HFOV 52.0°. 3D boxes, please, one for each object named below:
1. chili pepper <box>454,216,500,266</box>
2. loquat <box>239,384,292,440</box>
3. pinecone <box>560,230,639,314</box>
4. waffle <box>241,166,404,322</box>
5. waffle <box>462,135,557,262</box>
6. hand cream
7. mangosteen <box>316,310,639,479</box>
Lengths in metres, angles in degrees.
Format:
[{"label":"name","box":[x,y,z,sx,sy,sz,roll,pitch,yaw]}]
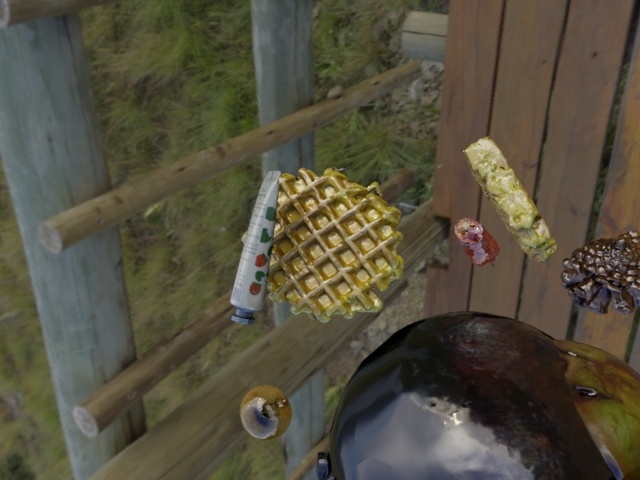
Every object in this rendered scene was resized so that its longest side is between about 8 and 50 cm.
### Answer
[{"label":"chili pepper","box":[0.405,0.020,1.645,0.084,0.086,0.192,-23,137,24]},{"label":"loquat","box":[-0.152,0.479,1.824,0.163,0.137,0.163,11,117,22]},{"label":"pinecone","box":[0.559,0.066,1.274,0.195,0.179,0.149,133,119,-80]},{"label":"waffle","box":[0.010,0.003,1.233,0.329,0.062,0.329,-3,78,14]},{"label":"waffle","box":[0.343,-0.052,1.155,0.057,0.229,0.219,-32,67,11]},{"label":"hand cream","box":[-0.111,0.011,1.168,0.095,0.059,0.276,-161,83,-70]},{"label":"mangosteen","box":[0.215,0.263,0.714,0.435,0.382,0.381,-7,111,-3]}]
